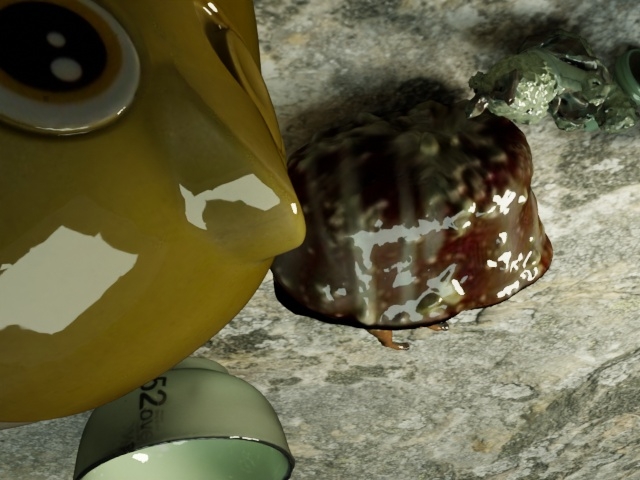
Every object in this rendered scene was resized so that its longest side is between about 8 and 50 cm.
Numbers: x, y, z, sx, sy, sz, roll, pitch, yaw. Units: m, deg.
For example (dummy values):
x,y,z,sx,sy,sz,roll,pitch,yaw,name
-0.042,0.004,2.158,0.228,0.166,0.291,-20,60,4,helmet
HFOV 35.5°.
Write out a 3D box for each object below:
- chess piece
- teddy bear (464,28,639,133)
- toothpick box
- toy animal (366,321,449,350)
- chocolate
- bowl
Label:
x,y,z,sx,sy,sz,roll,pitch,yaw,name
0.340,-0.168,1.153,0.067,0.067,0.103,10,153,-28,chess piece
0.245,-0.174,1.064,0.213,0.111,0.133,2,-177,-39,teddy bear
-0.239,-0.062,0.849,0.425,0.409,0.409,-23,146,10,toothpick box
0.139,0.076,1.478,0.224,0.066,0.230,-27,139,26,toy animal
0.096,-0.046,1.142,0.340,0.225,0.210,-9,135,-1,chocolate
-0.228,0.310,1.636,0.354,0.185,0.354,-7,148,-4,bowl
